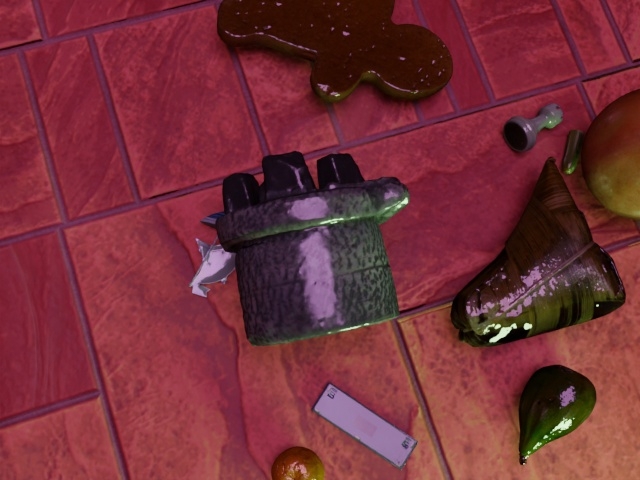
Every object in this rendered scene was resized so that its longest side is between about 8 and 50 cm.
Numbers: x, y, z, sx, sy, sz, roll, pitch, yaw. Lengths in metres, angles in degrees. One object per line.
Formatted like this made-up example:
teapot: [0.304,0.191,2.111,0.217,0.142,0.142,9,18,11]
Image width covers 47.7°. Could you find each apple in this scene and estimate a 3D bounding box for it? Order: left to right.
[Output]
apple: [0.581,-0.149,1.229,0.254,0.253,0.253,1,77,-5]

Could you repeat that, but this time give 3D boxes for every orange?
orange: [-0.035,0.363,1.134,0.083,0.070,0.083,0,84,5]

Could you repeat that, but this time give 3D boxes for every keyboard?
keyboard: [0.072,0.303,1.186,0.176,0.014,0.055,33,77,3]

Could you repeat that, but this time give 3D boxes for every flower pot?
flower pot: [0.000,0.000,1.115,0.299,0.299,0.282,-12,84,-8]

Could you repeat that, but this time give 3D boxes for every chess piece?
chess piece: [0.390,-0.209,1.313,0.103,0.067,0.067,-30,81,-20]

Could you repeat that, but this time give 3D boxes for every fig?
fig: [0.364,0.281,1.175,0.117,0.117,0.177,41,91,5]

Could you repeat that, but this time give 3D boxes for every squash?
squash: [0.460,-0.160,1.322,0.027,0.027,0.083,18,78,-1]

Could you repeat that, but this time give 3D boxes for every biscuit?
biscuit: [0.032,-0.369,1.313,0.432,0.064,0.283,23,67,-1]

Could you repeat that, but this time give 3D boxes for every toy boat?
toy boat: [-0.161,0.023,1.220,0.105,0.034,0.149,7,76,-1]

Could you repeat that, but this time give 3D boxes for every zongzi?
zongzi: [0.330,0.016,1.213,0.286,0.134,0.288,-13,79,-11]
